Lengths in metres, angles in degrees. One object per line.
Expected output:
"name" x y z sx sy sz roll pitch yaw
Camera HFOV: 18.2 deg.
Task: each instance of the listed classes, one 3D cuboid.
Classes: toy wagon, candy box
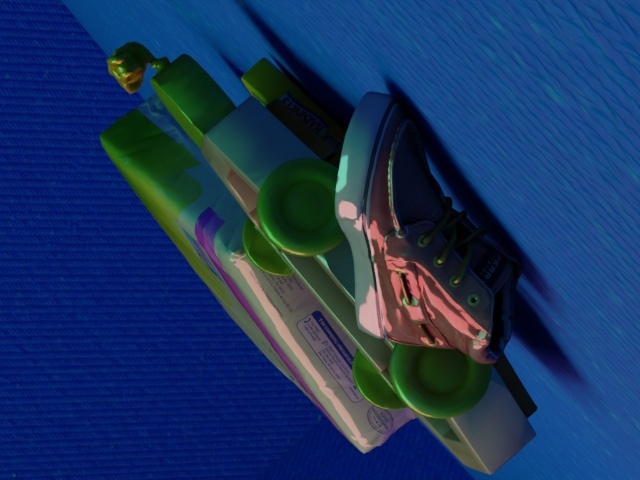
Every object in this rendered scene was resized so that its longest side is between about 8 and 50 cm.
"toy wagon" 0.000 0.000 1.235 0.344 0.068 0.267 51 174 0
"candy box" 0.029 -0.033 1.284 0.206 0.027 0.105 46 178 43

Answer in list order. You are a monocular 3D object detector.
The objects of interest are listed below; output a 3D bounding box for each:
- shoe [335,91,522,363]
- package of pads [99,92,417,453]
"shoe" 0.059 -0.003 1.017 0.081 0.063 0.178 15 145 18
"package of pads" -0.033 0.015 1.550 0.229 0.101 0.296 55 173 -32
